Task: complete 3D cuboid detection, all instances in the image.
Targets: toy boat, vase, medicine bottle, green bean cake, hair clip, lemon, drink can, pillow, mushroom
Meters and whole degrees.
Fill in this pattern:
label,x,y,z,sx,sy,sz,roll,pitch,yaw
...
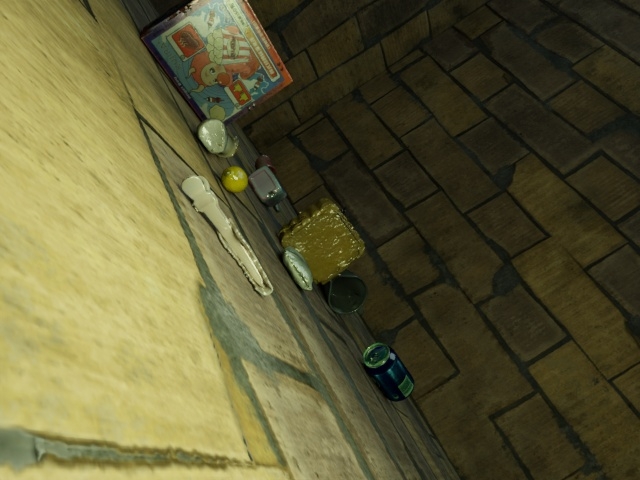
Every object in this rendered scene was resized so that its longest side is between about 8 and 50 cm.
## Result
label,x,y,z,sx,sy,sz,roll,pitch,yaw
toy boat,-0.220,-0.230,2.191,0.206,0.096,0.282,86,-16,-62
vase,0.072,0.173,1.870,0.251,0.156,0.301,53,-3,-22
medicine bottle,-0.191,-0.192,1.807,0.119,0.094,0.188,56,2,9
green bean cake,0.000,0.000,1.574,0.229,0.224,0.131,53,3,-20
hair clip,-0.144,-0.009,0.769,0.226,0.034,0.072,57,1,-18
lemon,-0.203,-0.144,1.139,0.062,0.062,0.083,57,0,18
drink can,0.225,0.435,1.601,0.204,0.118,0.118,57,1,-31
pillow,-0.061,0.073,1.337,0.128,0.051,0.229,59,0,-2
mushroom,-0.270,-0.268,1.280,0.092,0.081,0.223,38,1,-4

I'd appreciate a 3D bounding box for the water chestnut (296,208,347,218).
label,x,y,z,sx,sy,sz,roll,pitch,yaw
water chestnut,0.026,-0.040,2.212,0.300,0.300,0.300,57,2,-3

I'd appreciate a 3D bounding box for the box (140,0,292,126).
label,x,y,z,sx,sy,sz,roll,pitch,yaw
box,-0.324,-0.583,1.519,0.348,0.319,0.257,57,3,-34
